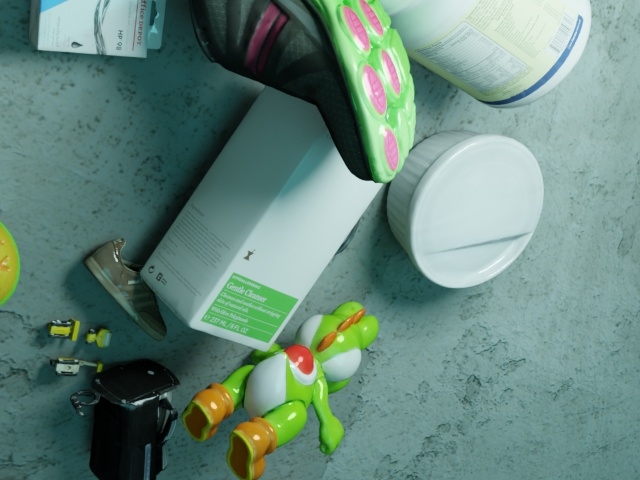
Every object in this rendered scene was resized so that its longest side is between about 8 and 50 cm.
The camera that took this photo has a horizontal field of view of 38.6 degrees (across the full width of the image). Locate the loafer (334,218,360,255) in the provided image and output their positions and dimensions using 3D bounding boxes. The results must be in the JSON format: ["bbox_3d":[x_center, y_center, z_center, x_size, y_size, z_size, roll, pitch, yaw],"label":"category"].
[{"bbox_3d":[0.000,0.000,1.502,0.061,0.062,0.170,38,91,-32],"label":"loafer"}]

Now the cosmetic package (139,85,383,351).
[{"bbox_3d":[-0.075,-0.038,1.362,0.365,0.155,0.197,-55,142,7],"label":"cosmetic package"}]

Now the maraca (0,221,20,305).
[{"bbox_3d":[-0.476,0.009,1.222,0.127,0.099,0.185,-20,96,-22],"label":"maraca"}]

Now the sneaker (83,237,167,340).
[{"bbox_3d":[-0.275,0.076,1.383,0.071,0.066,0.188,-42,128,-11],"label":"sneaker"}]

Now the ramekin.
[{"bbox_3d":[0.236,-0.064,1.559,0.273,0.127,0.272,-13,119,-24],"label":"ramekin"}]

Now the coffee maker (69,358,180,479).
[{"bbox_3d":[-0.315,0.295,1.439,0.171,0.120,0.178,-3,116,-26],"label":"coffee maker"}]

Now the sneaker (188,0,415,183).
[{"bbox_3d":[-0.045,-0.276,1.184,0.202,0.185,0.482,-34,89,32],"label":"sneaker"}]

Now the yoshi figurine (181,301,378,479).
[{"bbox_3d":[-0.044,0.240,1.495,0.362,0.203,0.203,-35,108,-37],"label":"yoshi figurine"}]

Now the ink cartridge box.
[{"bbox_3d":[-0.281,-0.299,1.195,0.180,0.060,0.104,-2,114,-28],"label":"ink cartridge box"}]

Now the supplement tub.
[{"bbox_3d":[0.210,-0.355,1.331,0.325,0.235,0.235,23,101,-35],"label":"supplement tub"}]

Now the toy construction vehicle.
[{"bbox_3d":[-0.373,0.161,1.394,0.098,0.035,0.085,6,99,-34],"label":"toy construction vehicle"}]
